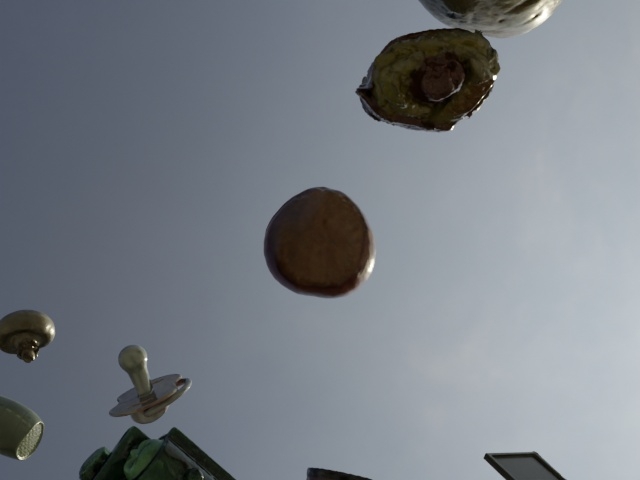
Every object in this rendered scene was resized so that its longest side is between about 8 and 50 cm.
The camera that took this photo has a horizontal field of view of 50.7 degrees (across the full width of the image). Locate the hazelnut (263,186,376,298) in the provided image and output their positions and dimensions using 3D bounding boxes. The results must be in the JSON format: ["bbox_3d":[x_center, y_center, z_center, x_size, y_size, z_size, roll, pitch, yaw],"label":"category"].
[{"bbox_3d":[0.000,0.000,1.041,0.182,0.182,0.182,1,-92,-21],"label":"hazelnut"}]

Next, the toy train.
[{"bbox_3d":[-0.079,0.191,0.447,0.170,0.111,0.071,44,-143,-10],"label":"toy train"}]

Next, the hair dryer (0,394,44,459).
[{"bbox_3d":[-0.543,0.283,0.943,0.206,0.237,0.075,23,-61,14],"label":"hair dryer"}]

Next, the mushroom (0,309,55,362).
[{"bbox_3d":[-0.438,0.147,1.001,0.085,0.085,0.079,-7,-126,-21],"label":"mushroom"}]

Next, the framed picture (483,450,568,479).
[{"bbox_3d":[0.291,0.317,0.850,0.109,0.149,0.011,11,-72,-36],"label":"framed picture"}]

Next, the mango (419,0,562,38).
[{"bbox_3d":[0.177,-0.321,0.695,0.176,0.329,0.175,-40,-107,3],"label":"mango"}]

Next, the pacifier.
[{"bbox_3d":[-0.177,0.141,0.687,0.082,0.099,0.078,-22,-85,-5],"label":"pacifier"}]

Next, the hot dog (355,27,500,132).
[{"bbox_3d":[0.112,-0.165,0.744,0.146,0.213,0.103,-10,-87,3],"label":"hot dog"}]

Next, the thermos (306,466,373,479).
[{"bbox_3d":[-0.011,0.452,0.811,0.136,0.109,0.330,6,-114,16],"label":"thermos"}]
